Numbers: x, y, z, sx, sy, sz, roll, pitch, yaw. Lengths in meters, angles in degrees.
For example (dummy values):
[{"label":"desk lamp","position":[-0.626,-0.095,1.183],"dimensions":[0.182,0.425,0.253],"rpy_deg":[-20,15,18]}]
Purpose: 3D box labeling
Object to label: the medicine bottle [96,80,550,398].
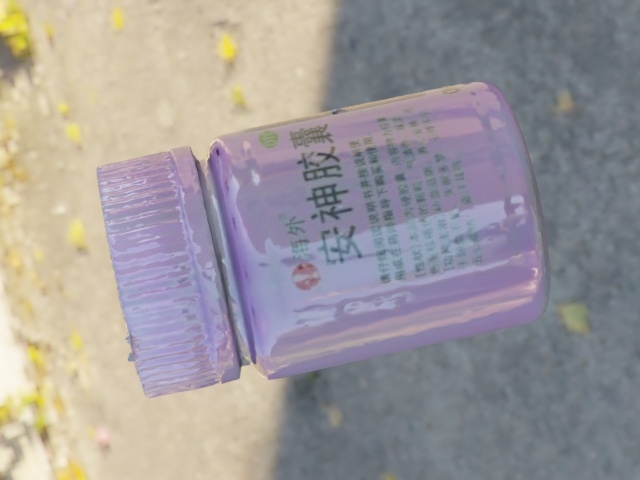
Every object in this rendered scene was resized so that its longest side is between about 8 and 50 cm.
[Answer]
[{"label":"medicine bottle","position":[0.000,0.000,1.313],"dimensions":[0.178,0.290,0.178],"rpy_deg":[169,90,-86]}]
